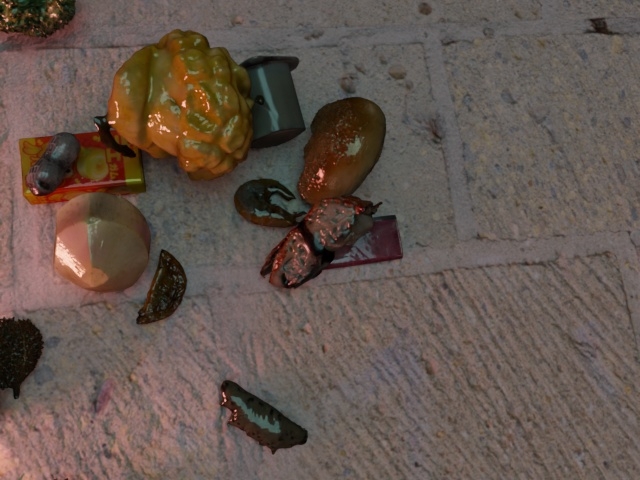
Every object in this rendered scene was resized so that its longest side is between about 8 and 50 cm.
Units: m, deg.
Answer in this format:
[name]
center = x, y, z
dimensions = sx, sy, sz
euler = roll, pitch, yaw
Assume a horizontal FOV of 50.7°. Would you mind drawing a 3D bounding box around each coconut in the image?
[coconut]
center = -0.492, 0.008, 1.530
dimensions = 0.197, 0.237, 0.237
euler = -35, 84, 15

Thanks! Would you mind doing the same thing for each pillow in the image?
[pillow]
center = -0.143, 0.422, 1.571
dimensions = 0.241, 0.051, 0.093
euler = 34, 73, -3

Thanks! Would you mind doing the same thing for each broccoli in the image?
[broccoli]
center = -0.738, -0.633, 1.640
dimensions = 0.287, 0.235, 0.260
euler = 1, 111, -19

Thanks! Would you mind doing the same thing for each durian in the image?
[durian]
center = -0.690, 0.257, 1.491
dimensions = 0.148, 0.091, 0.189
euler = -12, 81, -13

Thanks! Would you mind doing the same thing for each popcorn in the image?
[popcorn]
center = -0.328, -0.293, 1.543
dimensions = 0.381, 0.349, 0.349
euler = -23, 81, -27

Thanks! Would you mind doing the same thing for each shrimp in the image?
[shrimp]
center = -0.123, -0.096, 1.701
dimensions = 0.187, 0.052, 0.133
euler = 21, 74, -2

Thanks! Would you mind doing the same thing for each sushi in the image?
[sushi]
center = 0.000, 0.000, 1.624
dimensions = 0.130, 0.124, 0.332
euler = 47, 106, 8

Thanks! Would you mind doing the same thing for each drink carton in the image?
[drink carton]
center = -0.127, -0.346, 1.694
dimensions = 0.191, 0.185, 0.190
euler = -14, 84, -46

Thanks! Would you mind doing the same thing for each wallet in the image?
[wallet]
center = 0.092, 0.005, 1.730
dimensions = 0.232, 0.025, 0.120
euler = -8, 78, -11

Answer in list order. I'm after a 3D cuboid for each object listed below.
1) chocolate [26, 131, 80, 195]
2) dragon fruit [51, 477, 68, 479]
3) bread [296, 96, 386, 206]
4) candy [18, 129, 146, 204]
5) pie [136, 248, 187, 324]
[chocolate]
center = -0.606, -0.172, 1.532
dimensions = 0.072, 0.072, 0.167
euler = 26, 73, -3
[dragon fruit]
center = -0.516, 0.598, 1.401
dimensions = 0.172, 0.172, 0.210
euler = -14, 71, -13
[bread]
center = 0.058, -0.230, 1.688
dimensions = 0.171, 0.192, 0.314
euler = 31, 78, -24
[candy]
center = -0.567, -0.177, 1.623
dimensions = 0.275, 0.088, 0.146
euler = -9, 77, -12
[pie]
center = -0.370, 0.123, 1.613
dimensions = 0.088, 0.033, 0.191
euler = 21, 68, -13
